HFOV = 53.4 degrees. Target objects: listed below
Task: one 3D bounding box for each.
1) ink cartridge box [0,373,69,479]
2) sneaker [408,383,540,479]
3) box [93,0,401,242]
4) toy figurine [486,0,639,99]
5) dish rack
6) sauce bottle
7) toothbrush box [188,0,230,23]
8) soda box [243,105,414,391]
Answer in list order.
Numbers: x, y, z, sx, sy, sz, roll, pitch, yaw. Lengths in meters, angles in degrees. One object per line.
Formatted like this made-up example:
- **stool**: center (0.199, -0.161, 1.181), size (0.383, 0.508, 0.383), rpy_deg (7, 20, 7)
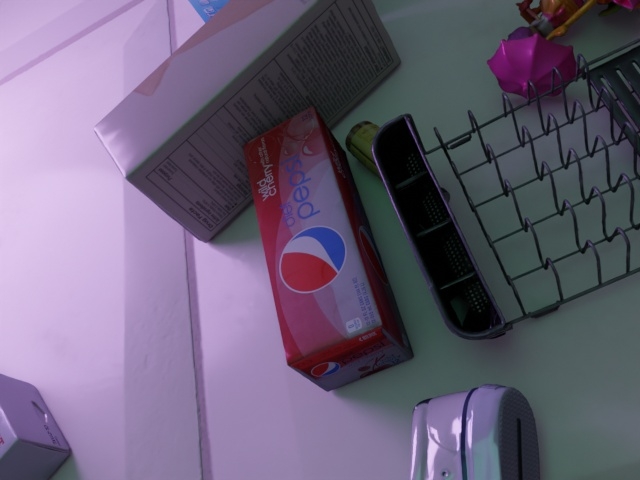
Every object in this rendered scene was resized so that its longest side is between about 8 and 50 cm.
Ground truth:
- **ink cartridge box**: center (-0.371, 0.244, 0.673), size (0.175, 0.072, 0.127), rpy_deg (-50, 51, -5)
- **sneaker**: center (0.097, 0.228, 0.428), size (0.091, 0.094, 0.258), rpy_deg (-19, 48, 41)
- **box**: center (-0.079, -0.162, 0.709), size (0.311, 0.148, 0.121), rpy_deg (-42, 50, -1)
- **toy figurine**: center (0.223, -0.210, 0.605), size (0.159, 0.130, 0.173), rpy_deg (-45, 28, 10)
- **dish rack**: center (0.200, -0.053, 0.517), size (0.272, 0.074, 0.208), rpy_deg (-26, 64, 12)
- **sauce bottle**: center (0.076, -0.072, 0.635), size (0.042, 0.042, 0.128), rpy_deg (-42, 58, 0)
- **toothbrush box**: center (-0.091, -0.390, 0.754), size (0.216, 0.295, 0.126), rpy_deg (-2, 62, 29)
- **soda box**: center (0.000, 0.000, 0.607), size (0.092, 0.083, 0.263), rpy_deg (-26, 53, 14)
